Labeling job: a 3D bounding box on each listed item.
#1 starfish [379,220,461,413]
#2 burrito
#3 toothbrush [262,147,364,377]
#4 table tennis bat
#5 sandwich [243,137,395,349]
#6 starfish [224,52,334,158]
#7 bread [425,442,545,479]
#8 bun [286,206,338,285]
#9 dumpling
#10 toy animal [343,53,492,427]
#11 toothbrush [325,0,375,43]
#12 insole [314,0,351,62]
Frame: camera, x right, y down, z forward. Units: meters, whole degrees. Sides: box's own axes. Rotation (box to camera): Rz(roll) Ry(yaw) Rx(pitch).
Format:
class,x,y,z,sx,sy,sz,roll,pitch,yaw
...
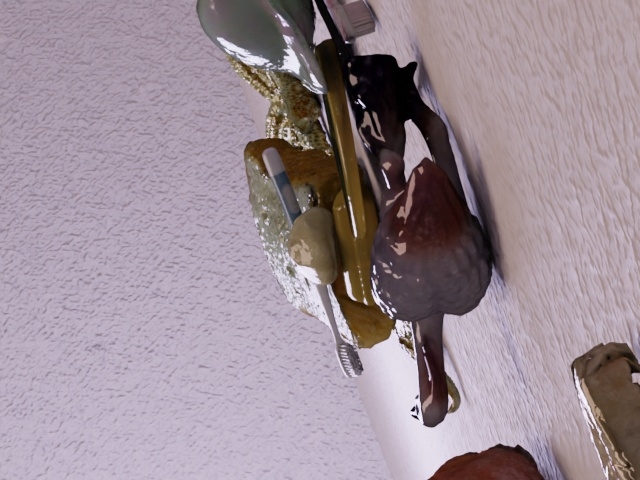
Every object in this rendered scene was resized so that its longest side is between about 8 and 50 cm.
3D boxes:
class,x,y,z,sx,sy,sz,roll,pitch,yaw
starfish,0.097,0.081,1.863,0.223,0.050,0.217,101,158,-73
burrito,0.170,0.122,0.926,0.055,0.041,0.149,123,128,-69
toothbrush,-0.008,0.026,1.983,0.025,0.019,0.276,-5,108,60
table tennis bat,0.033,-0.061,1.860,0.198,0.050,0.321,-102,1,-50
sandwich,-0.001,0.000,2.103,0.251,0.087,0.226,29,141,66
starfish,-0.052,-0.185,2.283,0.347,0.078,0.358,-135,27,-61
bread,0.140,0.284,1.396,0.244,0.123,0.190,59,143,14
bun,-0.009,0.006,1.933,0.086,0.055,0.086,-6,-90,-84
dumpling,-0.043,-0.216,1.714,0.217,0.149,0.105,84,-152,-80
toy animal,0.081,0.018,1.340,0.195,0.090,0.324,-100,1,-73
toothbrush,0.005,-0.245,1.598,0.307,0.029,0.025,-111,3,-58
insole,-0.028,-0.305,1.770,0.110,0.012,0.309,54,-166,-61
